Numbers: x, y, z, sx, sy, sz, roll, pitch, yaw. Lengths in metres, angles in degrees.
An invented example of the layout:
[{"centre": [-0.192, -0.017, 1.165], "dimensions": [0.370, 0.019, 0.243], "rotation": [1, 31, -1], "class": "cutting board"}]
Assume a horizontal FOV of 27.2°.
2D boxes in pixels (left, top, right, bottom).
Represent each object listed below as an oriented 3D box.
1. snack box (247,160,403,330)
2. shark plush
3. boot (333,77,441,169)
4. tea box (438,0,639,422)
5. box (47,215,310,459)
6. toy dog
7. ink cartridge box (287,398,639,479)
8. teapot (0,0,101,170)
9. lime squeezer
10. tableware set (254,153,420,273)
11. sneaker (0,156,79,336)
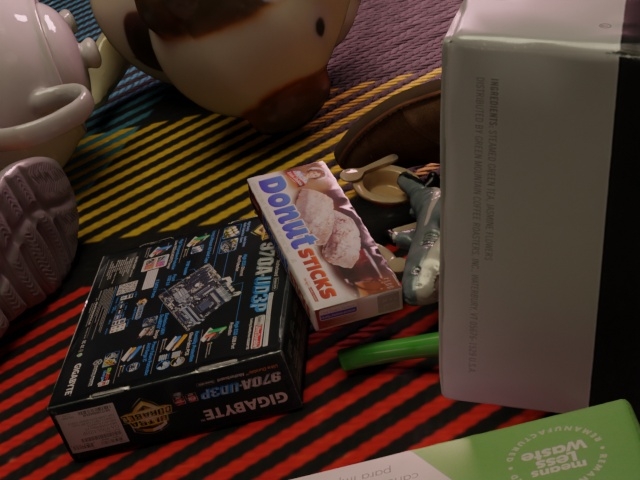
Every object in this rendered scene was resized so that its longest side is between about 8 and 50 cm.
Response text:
[{"centre": [0.000, 0.000, 0.958], "dimensions": [0.064, 0.022, 0.178], "rotation": [-15, 36, -11], "class": "snack box"}, {"centre": [0.075, -0.014, 0.960], "dimensions": [0.067, 0.073, 0.161], "rotation": [-24, 44, 5], "class": "shark plush"}, {"centre": [0.132, -0.084, 1.064], "dimensions": [0.305, 0.115, 0.112], "rotation": [-22, -3, 44], "class": "boot"}, {"centre": [0.250, -0.070, 0.749], "dimensions": [0.324, 0.220, 0.329], "rotation": [6, 33, 12], "class": "tea box"}, {"centre": [-0.096, 0.062, 0.997], "dimensions": [0.175, 0.051, 0.220], "rotation": [-15, 27, 10], "class": "box"}, {"centre": [-0.110, -0.274, 1.398], "dimensions": [0.395, 0.284, 0.408], "rotation": [-35, 28, -1], "class": "toy dog"}, {"centre": [0.066, 0.226, 0.502], "dimensions": [0.207, 0.119, 0.353], "rotation": [-15, 27, 8], "class": "ink cartridge box"}, {"centre": [-0.316, -0.162, 1.365], "dimensions": [0.187, 0.256, 0.252], "rotation": [-19, -18, -2], "class": "teapot"}, {"centre": [0.164, 0.047, 0.867], "dimensions": [0.310, 0.059, 0.110], "rotation": [-20, -6, 1], "class": "lime squeezer"}, {"centre": [0.042, -0.012, 1.011], "dimensions": [0.141, 0.020, 0.169], "rotation": [-20, 42, -28], "class": "tableware set"}, {"centre": [-0.343, 0.034, 1.139], "dimensions": [0.180, 0.124, 0.321], "rotation": [-6, 30, 24], "class": "sneaker"}]
